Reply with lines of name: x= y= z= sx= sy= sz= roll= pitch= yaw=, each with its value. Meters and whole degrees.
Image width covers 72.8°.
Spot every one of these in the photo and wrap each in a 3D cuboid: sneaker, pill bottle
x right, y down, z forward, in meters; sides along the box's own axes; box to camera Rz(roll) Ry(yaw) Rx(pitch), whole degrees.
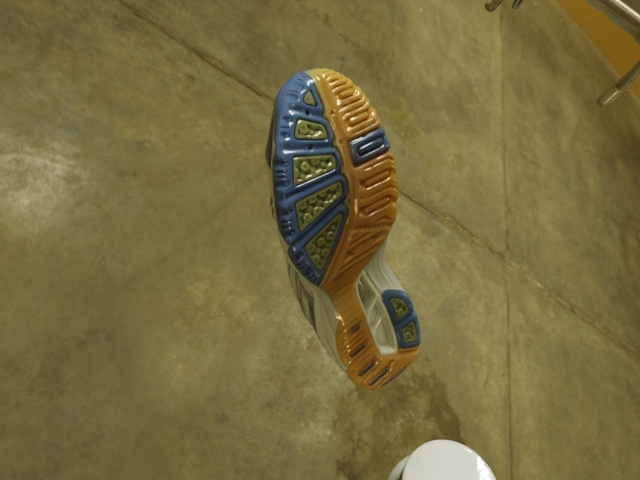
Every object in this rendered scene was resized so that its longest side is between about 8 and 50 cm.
sneaker: x=0.000 y=0.000 z=0.401 sx=0.112 sy=0.131 sz=0.296 roll=-23 pitch=117 yaw=-22
pill bottle: x=0.138 y=0.338 z=0.532 sx=0.131 sy=0.229 sz=0.131 roll=0 pitch=45 yaw=0

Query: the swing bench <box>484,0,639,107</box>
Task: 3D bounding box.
swing bench: x=0.420 y=-0.379 z=0.594 sx=0.253 sy=0.255 sz=0.165 roll=49 pitch=3 yaw=14

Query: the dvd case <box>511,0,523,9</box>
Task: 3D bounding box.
dvd case: x=0.138 y=-0.202 z=0.126 sx=0.018 sy=0.221 sz=0.164 roll=36 pitch=89 yaw=7
